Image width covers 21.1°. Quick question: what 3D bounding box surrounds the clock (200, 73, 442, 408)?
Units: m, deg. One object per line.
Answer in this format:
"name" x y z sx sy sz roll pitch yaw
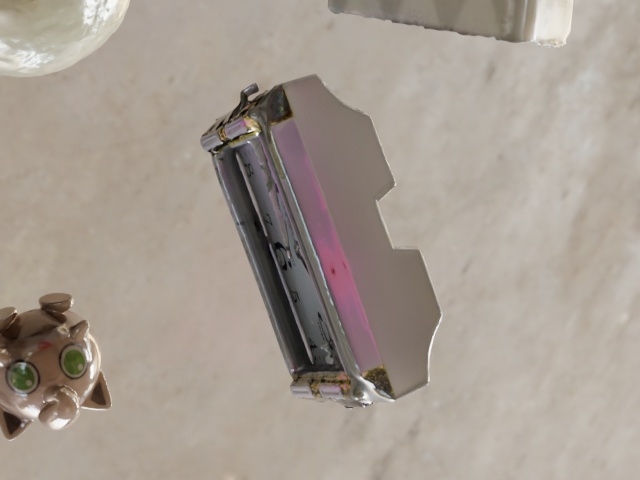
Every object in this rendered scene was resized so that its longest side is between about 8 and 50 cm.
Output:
"clock" 0.000 0.000 1.290 0.083 0.186 0.253 -21 93 -19

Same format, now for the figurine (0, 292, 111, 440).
"figurine" -0.286 0.130 1.780 0.125 0.125 0.138 -22 105 -42

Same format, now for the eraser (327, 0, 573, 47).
"eraser" 0.092 -0.317 0.975 0.082 0.213 0.397 -2 103 -37

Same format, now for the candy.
"candy" -0.297 -0.298 1.672 0.295 0.185 0.295 23 61 -50
